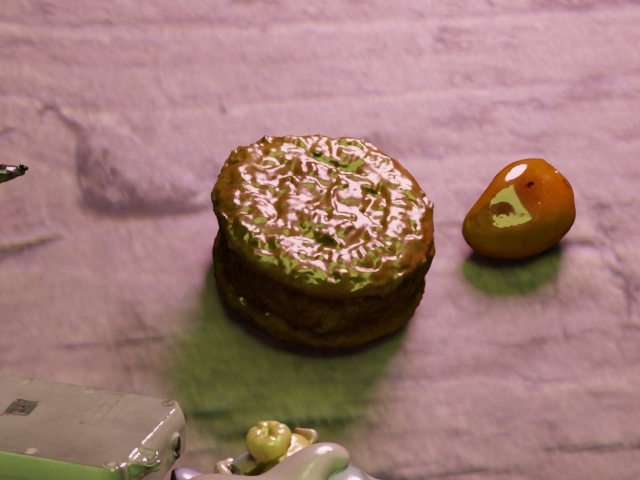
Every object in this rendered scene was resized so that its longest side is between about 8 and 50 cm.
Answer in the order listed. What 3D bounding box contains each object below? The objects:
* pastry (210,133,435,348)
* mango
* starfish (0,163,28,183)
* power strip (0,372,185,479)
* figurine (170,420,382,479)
[{"bbox_3d":[0.000,0.000,1.456,0.188,0.103,0.189,6,47,-6],"label":"pastry"},{"bbox_3d":[0.173,-0.024,1.545,0.114,0.060,0.080,-22,72,-31],"label":"mango"},{"bbox_3d":[-0.439,-0.039,1.401,0.358,0.078,0.347,33,62,2],"label":"starfish"},{"bbox_3d":[-0.224,0.139,1.259,0.270,0.046,0.118,6,23,18],"label":"power strip"},{"bbox_3d":[-0.001,0.205,1.261,0.235,0.127,0.155,-11,27,-22],"label":"figurine"}]
